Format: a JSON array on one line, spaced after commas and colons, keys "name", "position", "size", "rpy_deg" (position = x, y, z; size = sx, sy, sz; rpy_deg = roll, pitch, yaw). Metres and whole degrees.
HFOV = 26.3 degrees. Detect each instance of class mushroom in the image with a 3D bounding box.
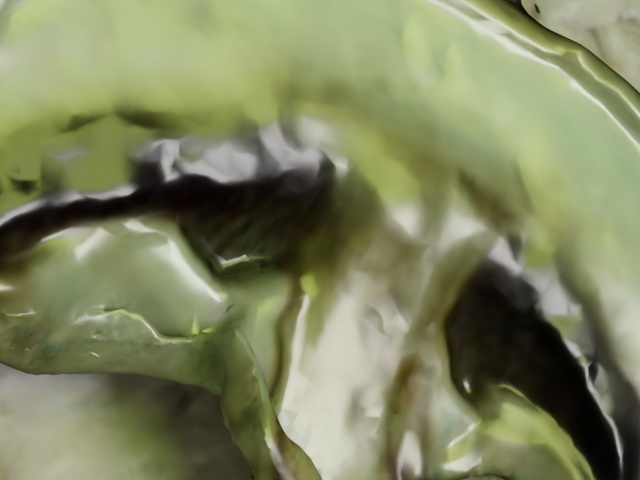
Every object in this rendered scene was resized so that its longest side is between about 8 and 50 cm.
[{"name": "mushroom", "position": [-0.002, 0.000, 0.520], "size": [0.344, 0.130, 0.247], "rpy_deg": [11, 77, -27]}]
